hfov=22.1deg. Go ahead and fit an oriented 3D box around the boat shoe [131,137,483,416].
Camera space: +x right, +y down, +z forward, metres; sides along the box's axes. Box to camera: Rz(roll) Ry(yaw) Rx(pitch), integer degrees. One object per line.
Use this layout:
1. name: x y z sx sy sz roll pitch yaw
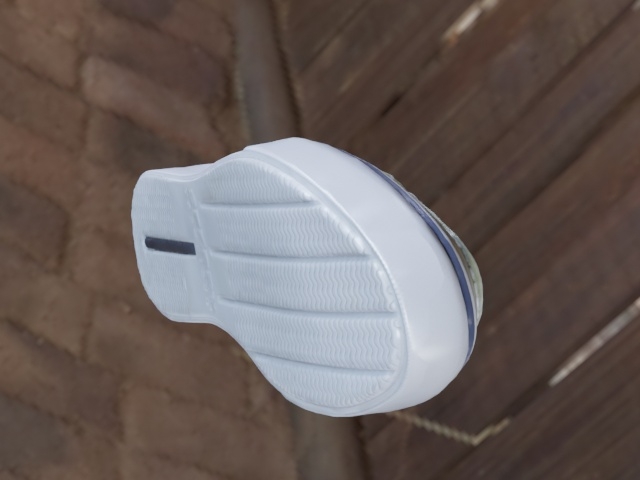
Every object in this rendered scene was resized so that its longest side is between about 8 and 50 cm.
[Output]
1. boat shoe: 0.000 0.000 0.721 0.094 0.109 0.302 -13 13 -21
